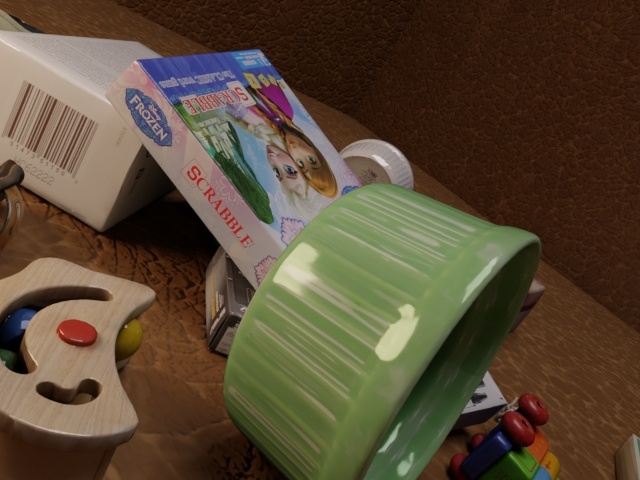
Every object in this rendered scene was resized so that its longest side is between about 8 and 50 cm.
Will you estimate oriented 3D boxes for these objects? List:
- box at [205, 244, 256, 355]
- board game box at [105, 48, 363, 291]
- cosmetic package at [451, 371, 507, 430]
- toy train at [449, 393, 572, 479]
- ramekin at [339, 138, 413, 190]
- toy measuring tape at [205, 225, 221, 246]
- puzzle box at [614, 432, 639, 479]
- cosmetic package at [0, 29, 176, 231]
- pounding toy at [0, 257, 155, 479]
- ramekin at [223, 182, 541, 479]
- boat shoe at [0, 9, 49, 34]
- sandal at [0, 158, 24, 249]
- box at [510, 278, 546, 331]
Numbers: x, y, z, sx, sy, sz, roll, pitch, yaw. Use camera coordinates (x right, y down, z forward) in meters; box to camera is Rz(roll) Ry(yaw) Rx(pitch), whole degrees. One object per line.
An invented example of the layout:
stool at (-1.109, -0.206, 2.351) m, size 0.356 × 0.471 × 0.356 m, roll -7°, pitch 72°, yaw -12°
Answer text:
box at (-0.031, 0.103, 0.771) m, size 0.231 × 0.056 × 0.183 m, roll 25°, pitch 18°, yaw -22°
board game box at (-0.071, -0.102, 0.801) m, size 0.318 × 0.066 × 0.319 m, roll 53°, pitch 27°, yaw -4°
cosmetic package at (0.149, 0.139, 0.835) m, size 0.099 × 0.060 × 0.239 m, roll 0°, pitch 48°, yaw -34°
toy train at (0.271, 0.275, 0.750) m, size 0.143 × 0.105 × 0.248 m, roll 50°, pitch 23°, yaw 21°
ramekin at (0.105, -0.129, 1.421) m, size 0.207 × 0.207 × 0.109 m, roll 35°, pitch 26°, yaw 10°
toy measuring tape at (-0.019, 0.016, 0.922) m, size 0.330 × 0.121 × 0.121 m, roll 22°, pitch 19°, yaw -28°
puzzle box at (0.541, 0.439, 0.821) m, size 0.272 × 0.052 × 0.409 m, roll 37°, pitch 18°, yaw 19°
cosmetic package at (-0.307, -0.189, 0.935) m, size 0.230 × 0.161 × 0.453 m, roll 31°, pitch 17°, yaw -3°
pounding toy at (-0.182, 0.076, 0.418) m, size 0.154 × 0.155 × 0.269 m, roll 27°, pitch 17°, yaw -1°
ramekin at (0.055, 0.096, 0.549) m, size 0.148 × 0.303 × 0.303 m, roll 31°, pitch 15°, yaw 26°
boat shoe at (-0.526, -0.316, 1.014) m, size 0.113 × 0.127 × 0.340 m, roll 7°, pitch 11°, yaw 32°
sandal at (-0.331, -0.020, 0.598) m, size 0.060 × 0.090 × 0.219 m, roll 49°, pitch 3°, yaw -22°
box at (0.370, 0.113, 1.310) m, size 0.148 × 0.127 × 0.232 m, roll 40°, pitch 19°, yaw 25°
